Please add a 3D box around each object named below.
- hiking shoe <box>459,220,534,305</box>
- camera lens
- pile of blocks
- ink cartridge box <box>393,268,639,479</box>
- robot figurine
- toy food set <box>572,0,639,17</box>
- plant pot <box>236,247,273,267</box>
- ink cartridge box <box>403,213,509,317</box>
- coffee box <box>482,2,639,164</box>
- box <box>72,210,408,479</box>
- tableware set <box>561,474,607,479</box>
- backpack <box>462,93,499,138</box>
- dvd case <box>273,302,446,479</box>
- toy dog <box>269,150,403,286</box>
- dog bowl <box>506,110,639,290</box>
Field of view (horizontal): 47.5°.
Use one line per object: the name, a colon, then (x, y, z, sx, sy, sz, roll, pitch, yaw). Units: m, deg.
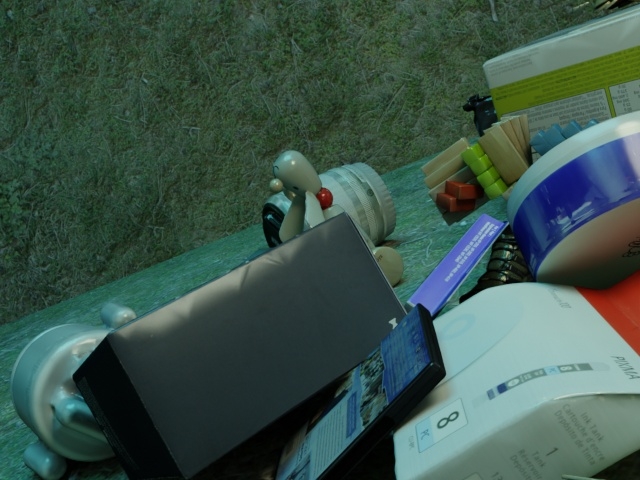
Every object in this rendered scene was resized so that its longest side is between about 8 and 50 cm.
hiking shoe: (0.279, 0.032, 1.099, 0.227, 0.114, 0.086, -29, 11, -33)
camera lens: (0.014, -0.046, 1.743, 0.274, 0.219, 0.219, -26, 11, -21)
pile of blocks: (0.311, -0.107, 1.045, 0.362, 0.149, 0.112, -8, 11, 26)
ink cartridge box: (0.245, 0.093, 0.709, 0.385, 0.091, 0.308, -36, 7, 11)
robot figurine: (-0.388, 0.239, 1.190, 0.353, 0.200, 0.300, -6, 53, 58)
toy food set: (0.529, -0.415, 1.240, 0.192, 0.038, 0.132, -22, 2, 19)
plant pot: (-0.119, 0.141, 1.259, 0.234, 0.166, 0.165, -35, 15, -28)
ink cartridge box: (0.173, 0.056, 1.005, 0.206, 0.045, 0.208, -45, -11, -34)
coffee box: (0.526, -0.208, 1.190, 0.338, 0.334, 0.337, -10, 15, 43)
box: (-0.113, 0.146, 0.958, 0.343, 0.179, 0.312, -28, -3, -31)
tableware set: (0.252, 0.190, 0.497, 0.154, 0.104, 0.024, -9, 61, 46)
backpack: (0.493, -0.228, 1.639, 0.276, 0.213, 0.263, -15, -27, 18)
dvd case: (0.033, 0.188, 0.769, 0.253, 0.022, 0.180, -48, 7, 12)
toy dog: (0.000, 0.000, 1.432, 0.161, 0.333, 0.220, -44, -7, -20)
dog bowl: (0.369, -0.034, 0.880, 0.265, 0.104, 0.265, -9, -31, -6)
